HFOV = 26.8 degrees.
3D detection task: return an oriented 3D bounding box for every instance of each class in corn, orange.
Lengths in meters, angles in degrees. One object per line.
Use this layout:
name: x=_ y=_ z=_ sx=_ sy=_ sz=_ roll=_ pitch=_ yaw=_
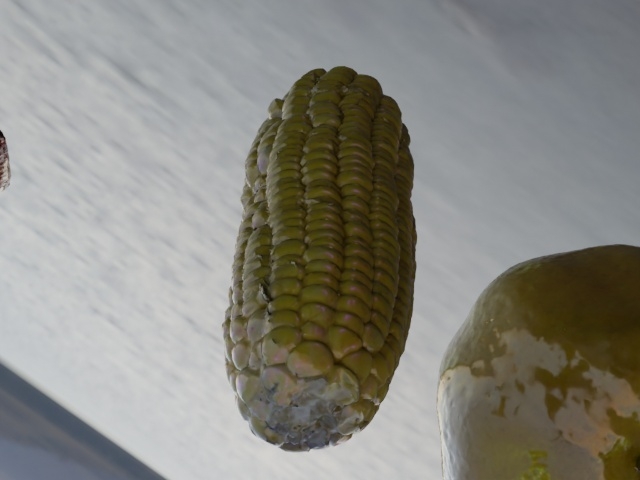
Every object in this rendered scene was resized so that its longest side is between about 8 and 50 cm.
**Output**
corn: x=0.000 y=0.000 z=0.673 sx=0.101 sy=0.101 sz=0.292 roll=39 pitch=-153 yaw=-16
orange: x=0.226 y=0.136 z=1.090 sx=0.279 sy=0.279 sz=0.235 roll=40 pitch=-175 yaw=-22

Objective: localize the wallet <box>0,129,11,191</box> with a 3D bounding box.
wallet: x=-0.277 y=0.002 z=0.845 sx=0.020 sy=0.196 sz=0.103 roll=50 pitch=161 yaw=4
